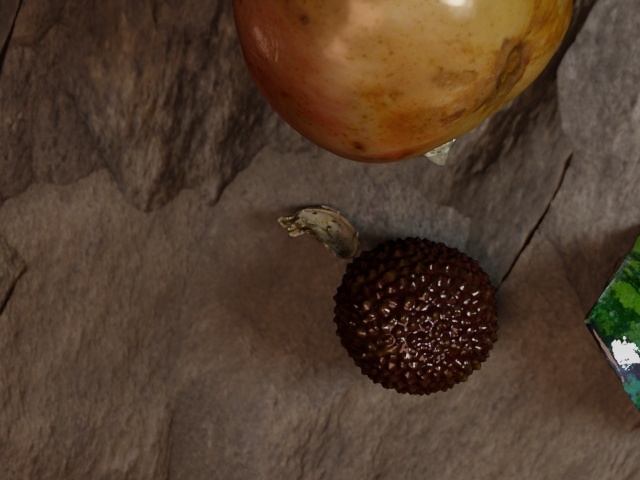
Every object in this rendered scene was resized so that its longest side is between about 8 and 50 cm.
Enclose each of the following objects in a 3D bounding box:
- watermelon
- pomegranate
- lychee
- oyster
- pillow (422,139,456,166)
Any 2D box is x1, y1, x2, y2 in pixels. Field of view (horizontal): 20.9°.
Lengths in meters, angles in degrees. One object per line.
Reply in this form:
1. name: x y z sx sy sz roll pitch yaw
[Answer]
1. watermelon: 0.348 0.118 1.793 0.128 0.146 0.231 -24 102 30
2. pomegranate: 0.061 -0.246 1.612 0.338 0.338 0.338 9 119 17
3. lychee: 0.102 0.084 1.862 0.188 0.188 0.188 9 119 17
4. oyster: 0.000 0.000 1.921 0.080 0.083 0.038 -12 142 -14
5. pillow: 0.065 -0.193 1.807 0.229 0.050 0.148 32 114 2
